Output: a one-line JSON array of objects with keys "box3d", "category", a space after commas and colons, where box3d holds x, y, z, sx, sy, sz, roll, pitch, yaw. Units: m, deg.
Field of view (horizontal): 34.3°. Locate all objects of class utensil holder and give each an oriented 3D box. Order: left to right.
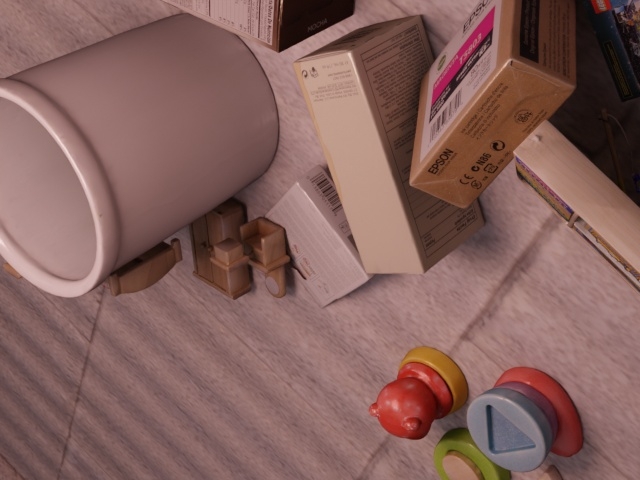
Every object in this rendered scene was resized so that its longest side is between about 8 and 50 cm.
[{"box3d": [-0.301, -0.146, 1.573, 0.327, 0.385, 0.327, 23, 130, 30], "category": "utensil holder"}]

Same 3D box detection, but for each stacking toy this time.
[{"box3d": [0.235, 0.322, 1.576, 0.309, 0.130, 0.279, 2, 117, 43], "category": "stacking toy"}]

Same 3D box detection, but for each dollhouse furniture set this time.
[{"box3d": [-0.277, 0.072, 1.707, 0.303, 0.355, 0.174, 26, 132, 39], "category": "dollhouse furniture set"}]

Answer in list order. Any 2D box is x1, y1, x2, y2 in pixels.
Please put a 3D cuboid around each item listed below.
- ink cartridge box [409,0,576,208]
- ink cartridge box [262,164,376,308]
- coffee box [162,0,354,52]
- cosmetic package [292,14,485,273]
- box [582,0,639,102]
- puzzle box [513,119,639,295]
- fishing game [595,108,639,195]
[{"box3d": [0.199, -0.183, 1.214, 0.088, 0.193, 0.234, 21, 139, -14], "category": "ink cartridge box"}, {"box3d": [0.000, 0.000, 1.659, 0.189, 0.066, 0.232, 53, 160, 1], "category": "ink cartridge box"}, {"box3d": [-0.114, -0.380, 1.407, 0.297, 0.168, 0.119, 28, 132, 27], "category": "coffee box"}, {"box3d": [0.097, -0.126, 1.387, 0.113, 0.160, 0.309, -1, 114, 45], "category": "cosmetic package"}, {"box3d": [0.363, -0.280, 1.118, 0.159, 0.044, 0.233, -12, 108, 46], "category": "box"}, {"box3d": [0.381, 0.039, 1.170, 0.052, 0.272, 0.409, -45, 80, 6], "category": "puzzle box"}, {"box3d": [0.456, -0.094, 1.161, 0.264, 0.041, 0.189, -7, 119, 39], "category": "fishing game"}]
